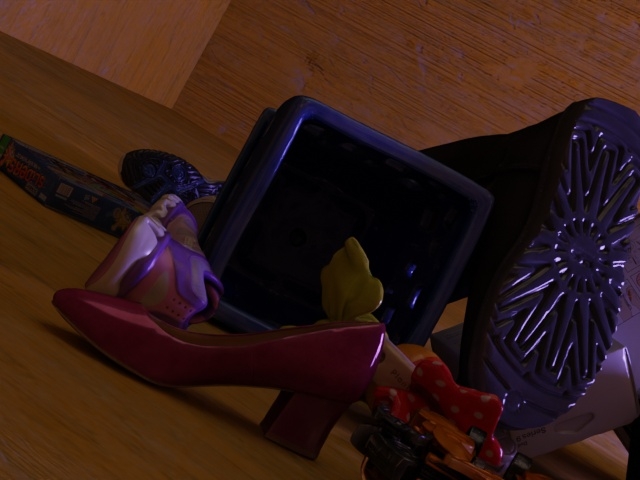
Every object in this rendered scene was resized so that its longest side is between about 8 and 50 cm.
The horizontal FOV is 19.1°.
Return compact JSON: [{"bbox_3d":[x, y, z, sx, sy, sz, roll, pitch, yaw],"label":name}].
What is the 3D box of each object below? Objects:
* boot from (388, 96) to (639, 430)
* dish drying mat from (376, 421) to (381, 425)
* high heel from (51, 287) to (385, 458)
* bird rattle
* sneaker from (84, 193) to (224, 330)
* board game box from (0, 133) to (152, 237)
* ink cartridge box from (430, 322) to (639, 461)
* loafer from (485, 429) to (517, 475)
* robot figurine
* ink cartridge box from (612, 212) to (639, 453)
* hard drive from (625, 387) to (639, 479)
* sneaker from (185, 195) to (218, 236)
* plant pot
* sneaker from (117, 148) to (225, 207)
[{"bbox_3d":[0.130,0.047,2.035,0.146,0.367,0.445,37,-26,-25],"label":"boot"},{"bbox_3d":[0.077,0.177,1.783,0.032,0.008,0.083,30,5,19],"label":"dish drying mat"},{"bbox_3d":[-0.073,0.064,1.417,0.244,0.117,0.082,29,5,-11],"label":"high heel"},{"bbox_3d":[0.079,0.121,1.692,0.253,0.143,0.207,34,-4,30],"label":"bird rattle"},{"bbox_3d":[-0.133,0.029,1.669,0.104,0.095,0.236,36,9,-3],"label":"sneaker"},{"bbox_3d":[-0.245,-0.044,2.061,0.201,0.035,0.136,25,6,-42],"label":"board game box"},{"bbox_3d":[0.231,0.147,2.076,0.212,0.154,0.093,-136,-151,-67],"label":"ink cartridge box"},{"bbox_3d":[0.127,0.189,1.838,0.125,0.039,0.045,27,37,8],"label":"loafer"},{"bbox_3d":[0.113,0.193,1.359,0.211,0.085,0.291,29,4,4],"label":"robot figurine"},{"bbox_3d":[0.389,0.150,2.222,0.309,0.130,0.272,58,-4,9],"label":"ink cartridge box"},{"bbox_3d":[0.394,0.255,1.956,0.054,0.172,0.254,-3,19,-21],"label":"hard drive"},{"bbox_3d":[-0.084,0.006,2.169,0.225,0.088,0.092,33,7,40],"label":"sneaker"},{"bbox_3d":[0.000,0.000,1.921,0.236,0.236,0.212,28,-2,-16],"label":"plant pot"},{"bbox_3d":[-0.185,-0.060,2.459,0.211,0.080,0.081,26,-16,-40],"label":"sneaker"}]
